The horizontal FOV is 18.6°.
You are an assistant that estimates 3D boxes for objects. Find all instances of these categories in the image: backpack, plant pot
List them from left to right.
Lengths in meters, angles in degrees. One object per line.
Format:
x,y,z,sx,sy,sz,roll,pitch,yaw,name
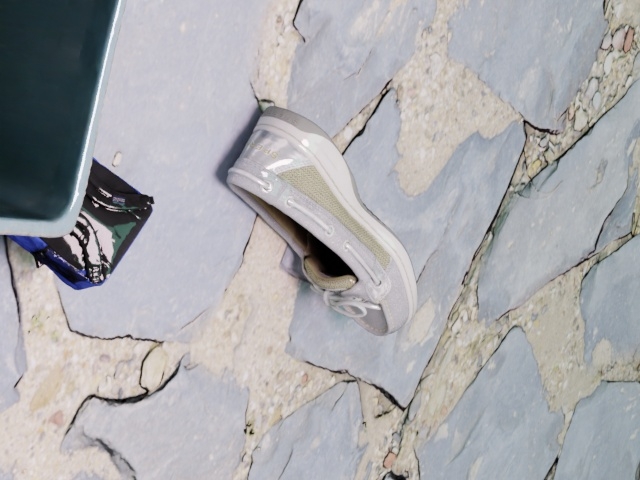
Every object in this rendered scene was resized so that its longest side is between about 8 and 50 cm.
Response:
-0.307,-0.154,1.292,0.247,0.252,0.247,3,102,-58,plant pot
-0.223,-0.024,1.637,0.120,0.101,0.098,40,62,-22,backpack

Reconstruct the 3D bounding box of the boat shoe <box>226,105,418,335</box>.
0.001,0.000,1.988,0.103,0.118,0.320,-52,139,-20,boat shoe
